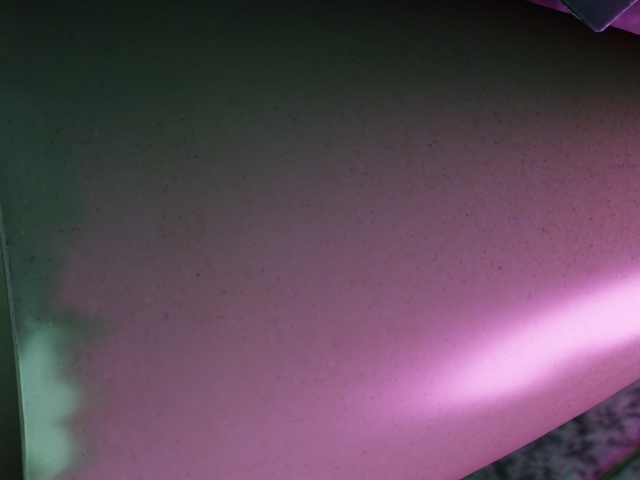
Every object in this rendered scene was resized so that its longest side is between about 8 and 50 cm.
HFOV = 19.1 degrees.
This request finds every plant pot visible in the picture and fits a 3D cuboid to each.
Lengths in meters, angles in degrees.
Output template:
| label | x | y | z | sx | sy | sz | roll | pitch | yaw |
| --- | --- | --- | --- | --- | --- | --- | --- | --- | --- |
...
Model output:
| label | x | y | z | sx | sy | sz | roll | pitch | yaw |
| --- | --- | --- | --- | --- | --- | --- | --- | --- | --- |
| plant pot | 0.000 | 0.000 | 0.702 | 0.274 | 0.256 | 0.256 | -7 | 128 | -17 |

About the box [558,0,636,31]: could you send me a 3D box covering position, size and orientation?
| label | x | y | z | sx | sy | sz | roll | pitch | yaw |
| --- | --- | --- | --- | --- | --- | --- | --- | --- | --- |
| box | 0.062 | -0.206 | 0.527 | 0.163 | 0.247 | 0.142 | 37 | 118 | -27 |
